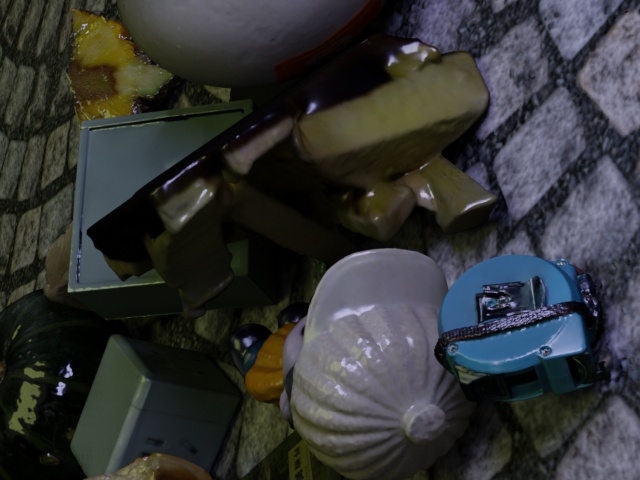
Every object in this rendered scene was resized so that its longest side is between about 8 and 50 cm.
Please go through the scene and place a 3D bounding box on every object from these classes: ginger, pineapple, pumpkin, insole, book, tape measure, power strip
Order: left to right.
[{"bbox_3d":[-0.369,0.216,1.868,0.300,0.207,0.300,-29,45,33],"label":"pumpkin"},{"bbox_3d":[-0.279,-0.232,2.036,0.164,0.140,0.250,-19,71,7],"label":"pineapple"},{"bbox_3d":[-0.215,0.247,1.663,0.139,0.140,0.224,38,109,55],"label":"power strip"},{"bbox_3d":[-0.046,0.305,1.480,0.228,0.024,0.160,-47,39,39],"label":"book"},{"bbox_3d":[-0.040,-0.184,1.694,0.309,0.012,0.110,3,78,58],"label":"insole"},{"bbox_3d":[-0.027,-0.032,1.371,0.413,0.211,0.358,-29,7,30],"label":"ginger"},{"bbox_3d":[0.168,0.074,1.156,0.146,0.081,0.125,-14,46,13],"label":"tape measure"}]

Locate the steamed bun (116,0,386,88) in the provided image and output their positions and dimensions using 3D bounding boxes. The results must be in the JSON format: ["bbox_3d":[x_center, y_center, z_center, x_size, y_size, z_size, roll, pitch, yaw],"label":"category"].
[{"bbox_3d":[-0.045,-0.313,1.506,0.374,0.241,0.374,-39,14,11],"label":"steamed bun"}]

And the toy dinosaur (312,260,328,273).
[{"bbox_3d":[0.000,0.000,1.544,0.083,0.021,0.062,48,130,53],"label":"toy dinosaur"}]

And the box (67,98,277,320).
[{"bbox_3d":[-0.172,-0.032,1.639,0.224,0.117,0.225,-6,67,15],"label":"box"}]

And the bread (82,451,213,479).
[{"bbox_3d":[-0.235,0.386,1.568,0.344,0.195,0.149,-61,34,31],"label":"bread"}]

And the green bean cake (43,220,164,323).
[{"bbox_3d":[-0.267,0.042,1.796,0.109,0.179,0.085,-41,45,43],"label":"green bean cake"}]

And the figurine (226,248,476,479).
[{"bbox_3d":[0.029,0.136,1.322,0.205,0.185,0.332,64,159,5],"label":"figurine"}]
